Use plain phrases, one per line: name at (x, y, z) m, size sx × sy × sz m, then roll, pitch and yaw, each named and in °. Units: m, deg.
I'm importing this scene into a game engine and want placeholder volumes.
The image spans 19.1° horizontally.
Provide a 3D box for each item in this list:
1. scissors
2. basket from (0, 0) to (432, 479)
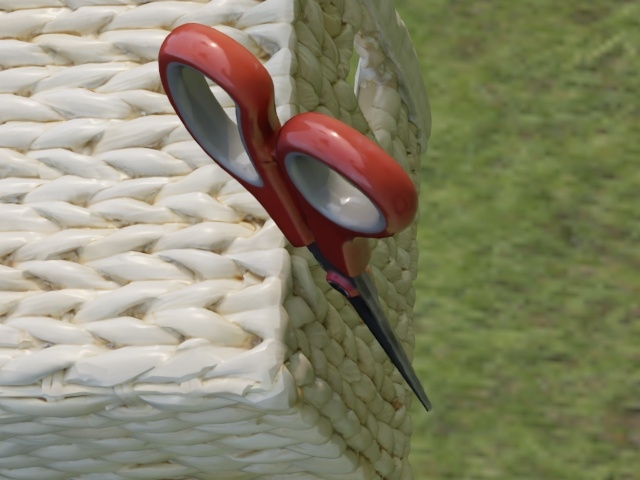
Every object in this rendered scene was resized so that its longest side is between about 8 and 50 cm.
scissors at (0.000, 0.000, 0.770) m, size 0.021 × 0.109 × 0.297 m, roll -55°, pitch -16°, yaw -13°
basket at (-0.128, -0.007, 0.981) m, size 0.328 × 0.331 × 0.266 m, roll 54°, pitch -144°, yaw -67°
